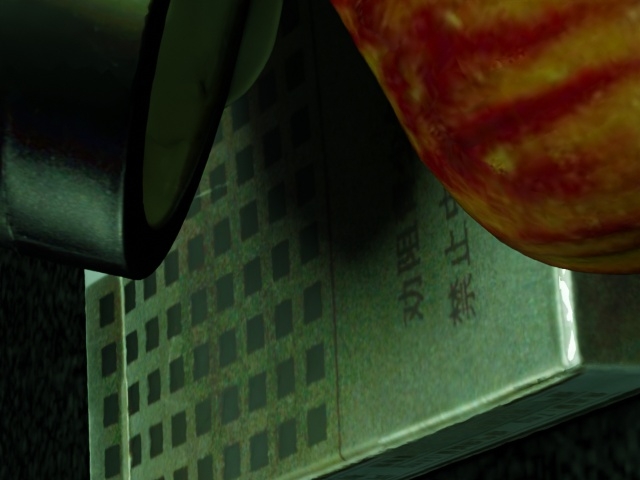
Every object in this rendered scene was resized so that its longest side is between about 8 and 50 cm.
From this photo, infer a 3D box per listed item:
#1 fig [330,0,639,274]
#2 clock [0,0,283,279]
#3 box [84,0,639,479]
[{"bbox_3d":[0.095,-0.101,0.446,0.207,0.175,0.175,-37,51,25],"label":"fig"},{"bbox_3d":[-0.051,-0.158,0.510,0.379,0.120,0.276,101,-175,-61],"label":"clock"},{"bbox_3d":[0.000,-0.001,0.688,0.325,0.047,0.180,-31,58,56],"label":"box"}]
